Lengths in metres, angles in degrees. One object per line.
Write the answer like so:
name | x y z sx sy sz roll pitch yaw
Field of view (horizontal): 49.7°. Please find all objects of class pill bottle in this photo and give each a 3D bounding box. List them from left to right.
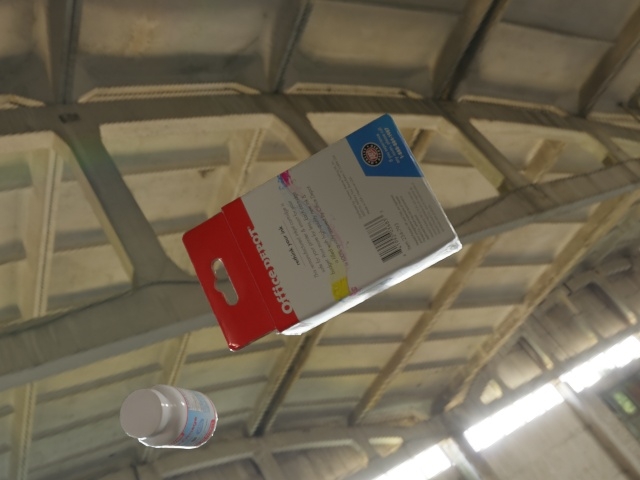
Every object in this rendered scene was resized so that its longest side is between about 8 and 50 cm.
pill bottle | -0.221 0.257 1.005 0.087 0.087 0.160 -39 -23 3

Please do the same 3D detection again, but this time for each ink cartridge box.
ink cartridge box | 0.000 0.000 0.660 0.231 0.134 0.078 -28 -15 9
